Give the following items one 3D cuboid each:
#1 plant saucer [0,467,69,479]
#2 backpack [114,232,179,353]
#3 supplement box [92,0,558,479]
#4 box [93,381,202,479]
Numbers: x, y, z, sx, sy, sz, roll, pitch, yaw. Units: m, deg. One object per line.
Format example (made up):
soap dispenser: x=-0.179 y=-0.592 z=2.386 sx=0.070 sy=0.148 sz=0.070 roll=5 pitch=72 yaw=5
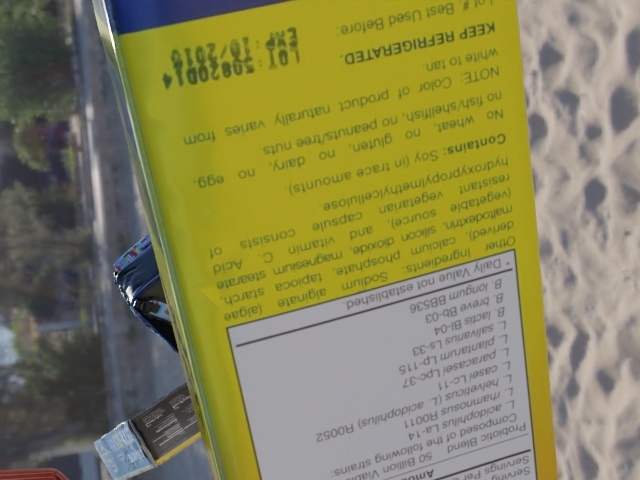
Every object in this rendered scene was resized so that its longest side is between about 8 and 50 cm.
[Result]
plant saucer: x=-0.318 y=0.332 z=1.005 sx=0.258 sy=0.259 sz=0.047 roll=30 pitch=95 yaw=30
backpack: x=-0.181 y=0.071 z=1.255 sx=0.117 sy=0.158 sz=0.173 roll=36 pitch=165 yaw=48
supplement box: x=0.000 y=0.000 z=0.541 sx=0.195 sy=0.194 sz=0.356 roll=-132 pitch=30 yaw=-66
box: x=-0.155 y=0.226 z=1.308 sx=0.079 sy=0.322 sz=0.257 roll=59 pitch=150 yaw=2
